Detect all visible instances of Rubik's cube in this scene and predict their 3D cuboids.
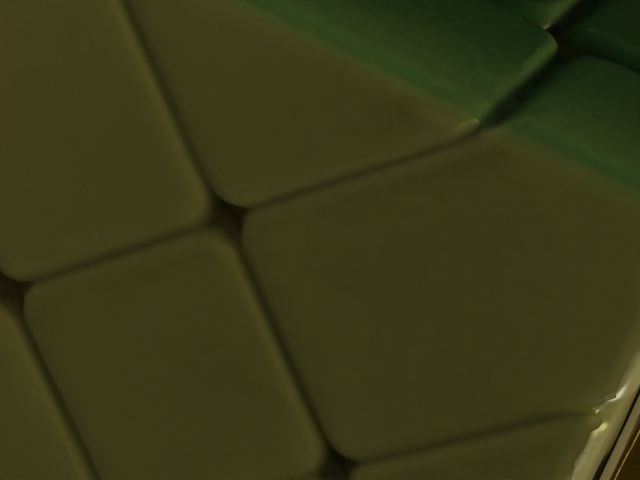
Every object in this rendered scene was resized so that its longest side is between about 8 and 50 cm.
[{"bbox_3d":[0.000,0.000,0.786,0.316,0.322,0.319,-45,158,-59],"label":"Rubik's cube"}]

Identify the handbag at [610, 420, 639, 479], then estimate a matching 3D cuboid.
[{"bbox_3d":[0.151,0.099,0.715,0.083,0.061,0.027,-64,169,-2],"label":"handbag"}]
